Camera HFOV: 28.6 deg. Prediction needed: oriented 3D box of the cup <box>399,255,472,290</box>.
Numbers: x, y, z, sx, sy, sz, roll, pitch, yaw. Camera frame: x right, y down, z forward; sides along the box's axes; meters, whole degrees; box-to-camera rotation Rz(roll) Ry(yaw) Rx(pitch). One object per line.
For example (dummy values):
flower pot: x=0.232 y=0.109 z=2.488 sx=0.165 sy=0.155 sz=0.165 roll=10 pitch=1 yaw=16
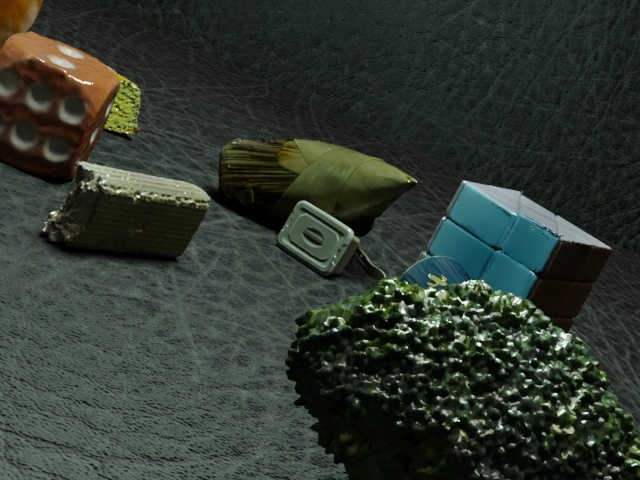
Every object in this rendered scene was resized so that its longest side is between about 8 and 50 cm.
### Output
cup: x=0.179 y=0.120 z=1.891 sx=0.176 sy=0.131 sz=0.155 roll=-13 pitch=33 yaw=-20

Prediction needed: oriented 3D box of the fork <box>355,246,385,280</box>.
fork: x=0.073 y=0.018 z=2.244 sx=0.028 sy=0.034 sz=0.219 roll=9 pitch=19 yaw=-27

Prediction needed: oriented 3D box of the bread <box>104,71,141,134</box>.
bread: x=-0.408 y=-0.261 z=2.275 sx=0.187 sy=0.103 sz=0.065 roll=16 pitch=13 yaw=-20

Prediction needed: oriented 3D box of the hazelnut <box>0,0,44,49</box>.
hazelnut: x=-0.620 y=-0.447 z=2.069 sx=0.372 sy=0.372 sz=0.315 roll=6 pitch=43 yaw=-56

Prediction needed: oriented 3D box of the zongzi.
zongzi: x=-0.014 y=-0.111 z=2.121 sx=0.289 sy=0.154 sz=0.317 roll=9 pitch=-10 yaw=-15

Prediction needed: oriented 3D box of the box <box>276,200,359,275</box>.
box: x=0.000 y=0.000 z=2.070 sx=0.122 sy=0.089 sz=0.062 roll=33 pitch=4 yaw=27

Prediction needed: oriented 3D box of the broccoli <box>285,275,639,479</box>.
broccoli: x=0.117 y=0.205 z=1.169 sx=0.375 sy=0.302 sz=0.249 roll=33 pitch=34 yaw=-22

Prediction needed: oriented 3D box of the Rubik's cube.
Rubik's cube: x=0.333 y=0.046 z=2.201 sx=0.231 sy=0.224 sz=0.221 roll=35 pitch=16 yaw=34

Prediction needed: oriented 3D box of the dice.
dice: x=-0.414 y=-0.203 z=1.879 sx=0.175 sy=0.174 sz=0.179 roll=26 pitch=12 yaw=-4

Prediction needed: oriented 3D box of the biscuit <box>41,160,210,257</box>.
biscuit: x=-0.253 y=-0.035 z=1.671 sx=0.062 sy=0.108 sz=0.239 roll=41 pitch=19 yaw=32
